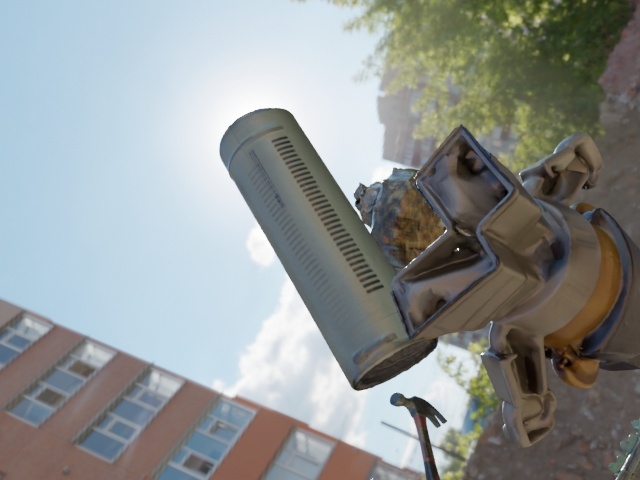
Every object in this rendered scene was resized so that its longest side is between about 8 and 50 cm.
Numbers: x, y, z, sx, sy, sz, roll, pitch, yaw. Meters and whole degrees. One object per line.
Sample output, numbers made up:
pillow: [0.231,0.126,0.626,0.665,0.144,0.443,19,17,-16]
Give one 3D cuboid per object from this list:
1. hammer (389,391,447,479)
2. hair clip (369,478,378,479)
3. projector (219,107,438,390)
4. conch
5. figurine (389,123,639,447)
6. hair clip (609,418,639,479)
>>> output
hammer: [0.198,0.410,1.336,0.033,0.111,0.287,-50,32,36]
hair clip: [0.105,0.426,1.053,0.056,0.187,0.146,122,171,-55]
projector: [0.000,0.000,0.823,0.108,0.337,0.108,-25,-27,-14]
conch: [0.161,-0.002,1.276,0.159,0.291,0.210,-19,-43,-39]
figurine: [0.209,0.037,0.683,0.309,0.143,0.308,-7,-73,-25]
hair clip: [0.501,0.338,1.183,0.173,0.049,0.049,-51,-24,-19]
